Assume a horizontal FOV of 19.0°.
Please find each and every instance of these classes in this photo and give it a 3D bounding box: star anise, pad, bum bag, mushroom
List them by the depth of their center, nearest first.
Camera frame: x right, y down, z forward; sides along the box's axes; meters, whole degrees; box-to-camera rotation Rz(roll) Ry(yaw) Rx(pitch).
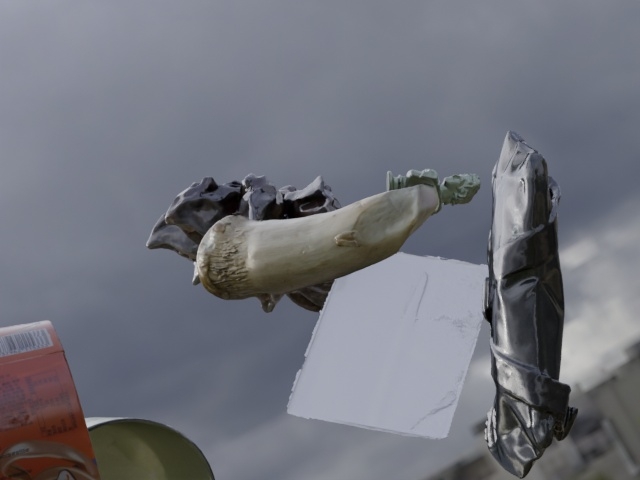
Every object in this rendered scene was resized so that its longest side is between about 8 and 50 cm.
[{"bbox_3d":[0.119,0.035,1.083,0.049,0.198,0.087,0,-5,-8],"label":"bum bag"},{"bbox_3d":[0.000,0.000,1.502,0.209,0.071,0.084,-14,-12,35],"label":"mushroom"},{"bbox_3d":[0.070,0.092,1.812,0.004,0.156,0.232,84,-161,-44],"label":"pad"},{"bbox_3d":[-0.049,-0.006,1.969,0.236,0.109,0.223,3,-30,31],"label":"star anise"}]

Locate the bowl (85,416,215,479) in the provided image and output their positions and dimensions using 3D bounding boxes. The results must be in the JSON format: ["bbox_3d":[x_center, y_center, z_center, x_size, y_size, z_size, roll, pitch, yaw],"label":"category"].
[{"bbox_3d":[-0.232,0.284,1.973,0.237,0.238,0.126,-24,20,-25],"label":"bowl"}]

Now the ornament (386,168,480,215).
[{"bbox_3d":[0.114,-0.053,1.997,0.092,0.041,0.068,18,-38,-25],"label":"ornament"}]

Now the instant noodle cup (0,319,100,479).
[{"bbox_3d":[-0.308,0.188,1.710,0.192,0.250,0.250,-16,-14,-12],"label":"instant noodle cup"}]
